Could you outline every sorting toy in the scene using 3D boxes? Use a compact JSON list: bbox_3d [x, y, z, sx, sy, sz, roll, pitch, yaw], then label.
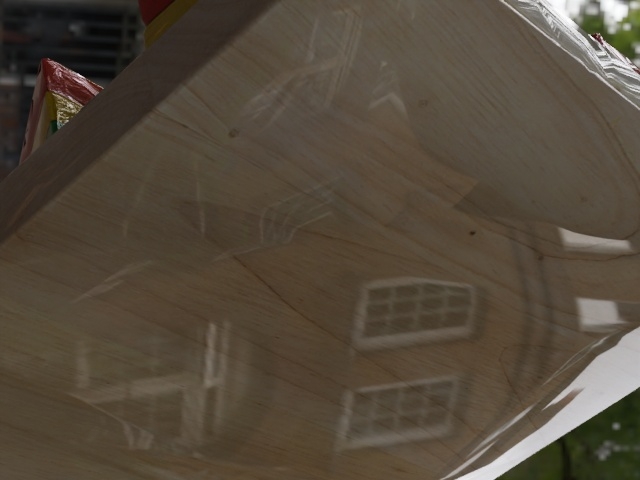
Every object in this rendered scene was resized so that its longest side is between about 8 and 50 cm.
[{"bbox_3d":[0.000,0.000,0.539,0.255,0.257,0.089,-38,-133,25],"label":"sorting toy"}]
